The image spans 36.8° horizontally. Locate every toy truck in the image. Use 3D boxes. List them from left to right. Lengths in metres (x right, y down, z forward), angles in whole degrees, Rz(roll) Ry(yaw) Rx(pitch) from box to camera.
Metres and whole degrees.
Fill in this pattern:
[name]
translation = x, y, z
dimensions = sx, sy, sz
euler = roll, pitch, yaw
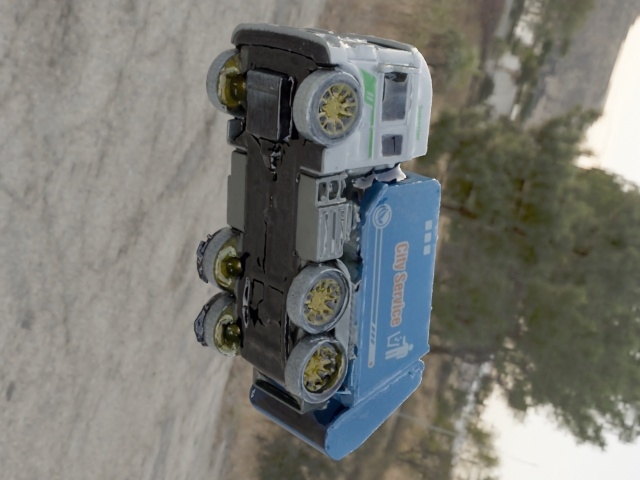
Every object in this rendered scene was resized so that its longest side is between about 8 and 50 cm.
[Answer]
[toy truck]
translation = 0.000, 0.000, 0.829
dimensions = 0.175, 0.146, 0.367
euler = -14, 116, -40
